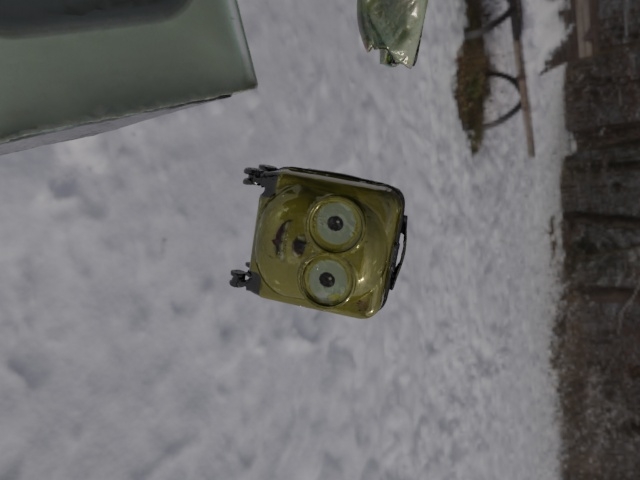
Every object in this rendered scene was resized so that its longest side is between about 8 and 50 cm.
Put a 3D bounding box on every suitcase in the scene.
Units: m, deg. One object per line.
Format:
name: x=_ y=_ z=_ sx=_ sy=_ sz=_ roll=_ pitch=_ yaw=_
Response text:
suitcase: x=0.000 y=0.000 z=0.998 sx=0.143 sy=0.234 sz=0.194 roll=-34 pitch=134 yaw=-75

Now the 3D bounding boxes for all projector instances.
projector: x=-0.211 y=-0.181 z=0.444 sx=0.248 sy=0.248 sz=0.249 roll=-22 pitch=104 yaw=-38

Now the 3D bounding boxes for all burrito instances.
burrito: x=0.100 y=-0.370 z=0.903 sx=0.066 sy=0.096 sz=0.309 roll=-52 pitch=150 yaw=-58
